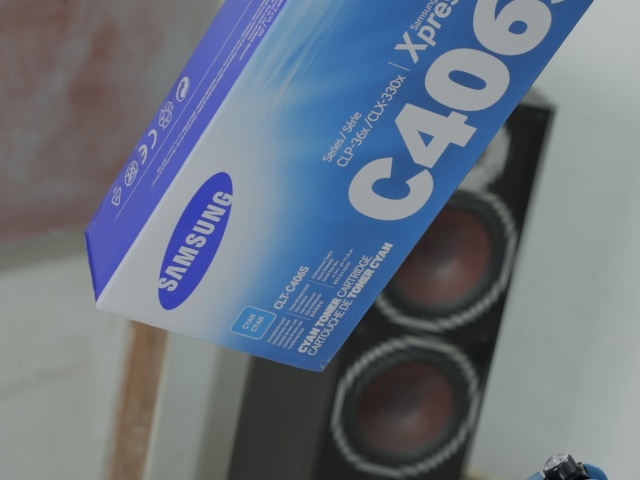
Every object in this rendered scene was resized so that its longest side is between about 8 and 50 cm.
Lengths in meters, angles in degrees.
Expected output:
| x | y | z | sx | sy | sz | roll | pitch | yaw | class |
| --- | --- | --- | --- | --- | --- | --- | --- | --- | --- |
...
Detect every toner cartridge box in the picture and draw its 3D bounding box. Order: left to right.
| x | y | z | sx | sy | sz | roll | pitch | yaw | class |
| --- | --- | --- | --- | --- | --- | --- | --- | --- | --- |
| 0.013 | -0.083 | 1.139 | 0.165 | 0.348 | 0.075 | 18 | 33 | -27 | toner cartridge box |

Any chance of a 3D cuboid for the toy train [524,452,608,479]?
| x | y | z | sx | sy | sz | roll | pitch | yaw | class |
| --- | --- | --- | --- | --- | --- | --- | --- | --- | --- |
| 0.226 | 0.273 | 1.672 | 0.105 | 0.184 | 0.080 | -31 | 5 | 6 | toy train |
